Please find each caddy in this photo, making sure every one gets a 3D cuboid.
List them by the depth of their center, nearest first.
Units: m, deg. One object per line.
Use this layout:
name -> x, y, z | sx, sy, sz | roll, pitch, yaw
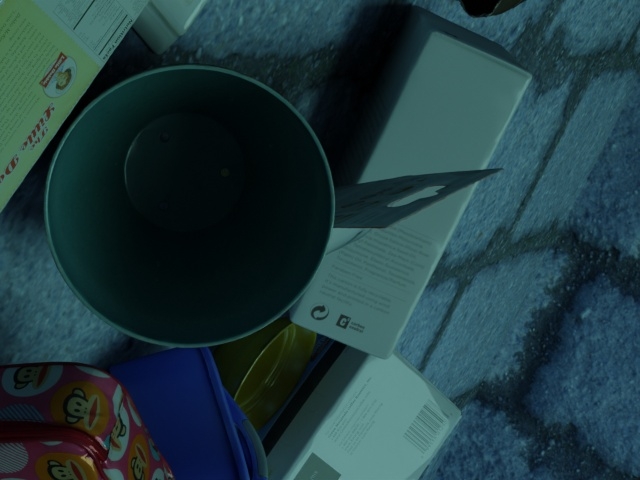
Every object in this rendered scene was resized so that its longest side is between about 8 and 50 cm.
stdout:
caddy -> -0.159, 0.290, 1.733 | 0.179, 0.341, 0.241 | -11, 142, -13

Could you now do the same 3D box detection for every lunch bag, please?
lunch bag -> -0.312, 0.252, 1.470 | 0.293, 0.258, 0.120 | 70, 23, -46

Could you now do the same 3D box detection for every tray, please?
tray -> -0.110, -0.325, 1.403 | 0.270, 0.030, 0.145 | -56, 160, -6

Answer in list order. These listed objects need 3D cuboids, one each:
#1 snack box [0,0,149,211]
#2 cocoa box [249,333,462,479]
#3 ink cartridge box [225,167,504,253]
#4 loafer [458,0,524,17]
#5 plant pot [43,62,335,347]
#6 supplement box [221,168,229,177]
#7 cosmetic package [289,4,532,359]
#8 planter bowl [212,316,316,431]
snack box -> -0.281, -0.160, 1.205 | 0.322, 0.060, 0.187 | -56, 159, -6
cocoa box -> 0.008, 0.329, 2.181 | 0.231, 0.228, 0.347 | 43, 77, -30
ink cartridge box -> 0.000, 0.000, 1.648 | 0.308, 0.385, 0.091 | -26, 106, -54
loafer -> 0.274, -0.449, 1.938 | 0.130, 0.133, 0.366 | -48, 157, -26
plant pot -> -0.141, -0.055, 1.431 | 0.290, 0.290, 0.195 | -62, -166, 10
supplement box -> -0.119, -0.129, 1.612 | 0.083, 0.056, 0.083 | -45, 155, -31
cosmetic package -> 0.114, -0.087, 1.927 | 0.230, 0.161, 0.453 | -98, -148, -71
planter bowl -> -0.105, 0.188, 2.033 | 0.217, 0.090, 0.217 | -47, 156, -28
